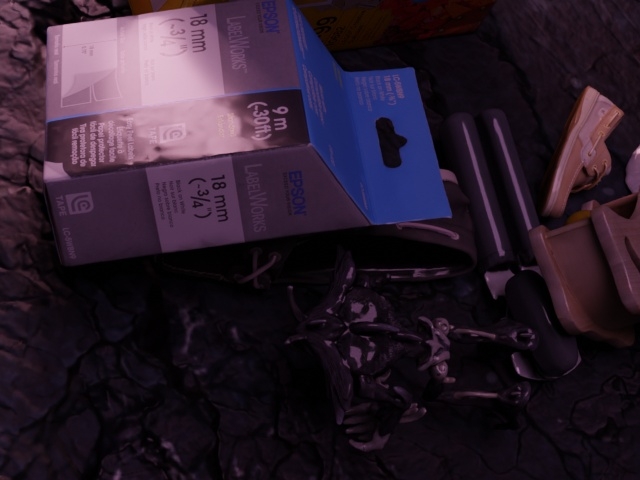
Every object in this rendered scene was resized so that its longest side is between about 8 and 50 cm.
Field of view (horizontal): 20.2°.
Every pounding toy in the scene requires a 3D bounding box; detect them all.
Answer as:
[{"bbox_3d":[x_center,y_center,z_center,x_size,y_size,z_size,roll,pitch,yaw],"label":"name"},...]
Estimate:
[{"bbox_3d":[0.321,0.009,1.715,0.269,0.155,0.154,17,58,-58],"label":"pounding toy"}]

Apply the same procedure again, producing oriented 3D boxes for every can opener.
[{"bbox_3d":[0.193,-0.002,1.735,0.076,0.095,0.283,-8,74,-25],"label":"can opener"}]

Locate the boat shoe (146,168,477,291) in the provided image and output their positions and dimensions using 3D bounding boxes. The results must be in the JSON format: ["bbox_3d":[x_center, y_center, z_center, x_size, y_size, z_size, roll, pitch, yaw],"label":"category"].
[{"bbox_3d":[0.000,0.000,1.655,0.335,0.112,0.095,-7,62,-27],"label":"boat shoe"}]

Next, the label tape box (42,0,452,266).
[{"bbox_3d":[-0.069,-0.108,1.575,0.334,0.106,0.240,-8,39,-1],"label":"label tape box"}]

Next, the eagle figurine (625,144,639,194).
[{"bbox_3d":[0.492,-0.069,1.858,0.298,0.225,0.226,26,98,-40],"label":"eagle figurine"}]

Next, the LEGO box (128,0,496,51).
[{"bbox_3d":[0.051,-0.379,1.638,0.372,0.500,0.193,-11,68,-24],"label":"LEGO box"}]

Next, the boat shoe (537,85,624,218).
[{"bbox_3d":[0.269,-0.084,1.827,0.059,0.063,0.170,26,57,0],"label":"boat shoe"}]

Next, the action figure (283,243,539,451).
[{"bbox_3d":[0.059,0.106,1.610,0.276,0.141,0.164,15,61,-31],"label":"action figure"}]
